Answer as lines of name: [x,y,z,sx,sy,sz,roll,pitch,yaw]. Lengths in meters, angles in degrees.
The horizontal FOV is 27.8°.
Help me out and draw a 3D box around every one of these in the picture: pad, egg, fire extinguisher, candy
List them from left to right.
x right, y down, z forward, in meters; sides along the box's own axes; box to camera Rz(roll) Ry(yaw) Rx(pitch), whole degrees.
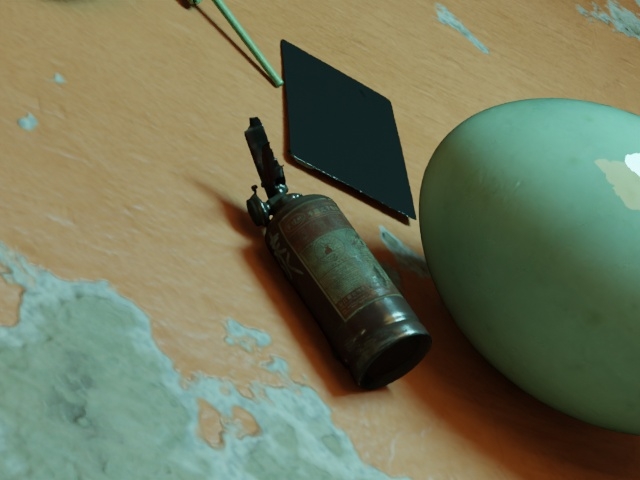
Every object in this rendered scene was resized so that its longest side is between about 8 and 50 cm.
candy: [-0.127,-0.282,1.431,0.288,0.078,0.084,54,-7,8]
fire extinguisher: [0.006,0.000,1.117,0.075,0.106,0.252,-14,56,-32]
pad: [0.026,-0.125,1.427,0.159,0.009,0.265,27,29,-21]
egg: [0.265,0.025,1.204,0.389,0.276,0.276,37,28,-8]
